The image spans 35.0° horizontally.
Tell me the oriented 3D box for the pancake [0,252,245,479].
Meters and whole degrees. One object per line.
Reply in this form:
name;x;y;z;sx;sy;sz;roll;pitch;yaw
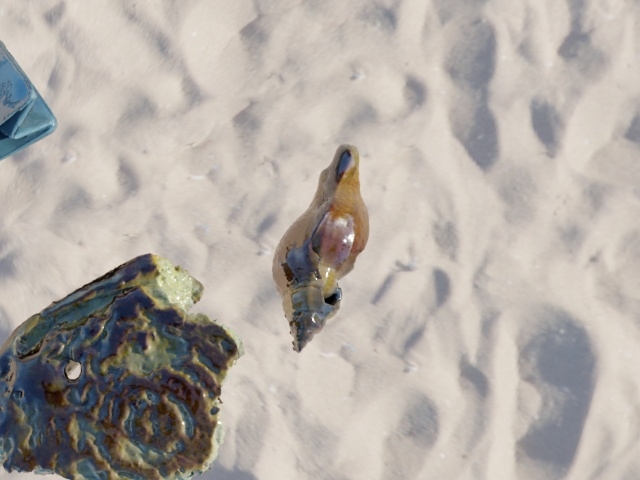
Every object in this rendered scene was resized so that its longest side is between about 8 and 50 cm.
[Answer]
pancake;-0.198;0.116;0.931;0.257;0.056;0.212;2;76;0

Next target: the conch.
conch;-0.001;0.000;1.027;0.080;0.086;0.232;31;73;-52

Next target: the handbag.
handbag;-0.366;-0.153;0.975;0.144;0.057;0.221;-37;65;-7
